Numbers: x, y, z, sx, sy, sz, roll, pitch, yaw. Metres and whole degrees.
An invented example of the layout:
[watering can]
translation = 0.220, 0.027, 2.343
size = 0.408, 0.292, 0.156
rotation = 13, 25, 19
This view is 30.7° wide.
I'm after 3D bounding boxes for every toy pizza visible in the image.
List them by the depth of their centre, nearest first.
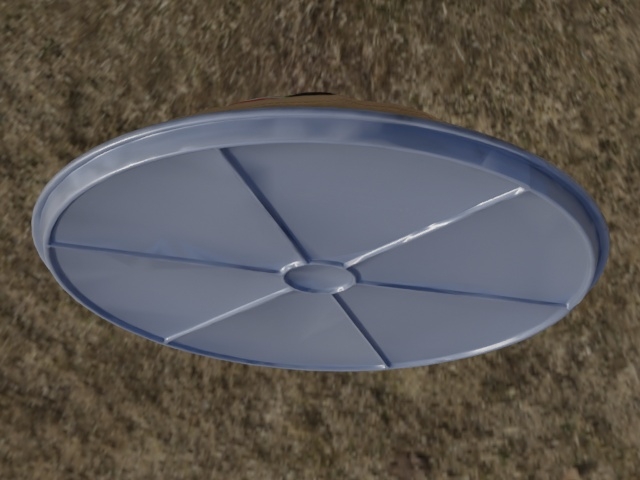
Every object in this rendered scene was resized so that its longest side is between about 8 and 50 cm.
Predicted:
[toy pizza]
translation = 0.000, 0.000, 0.417
size = 0.201, 0.032, 0.201
rotation = 2, 154, 1
